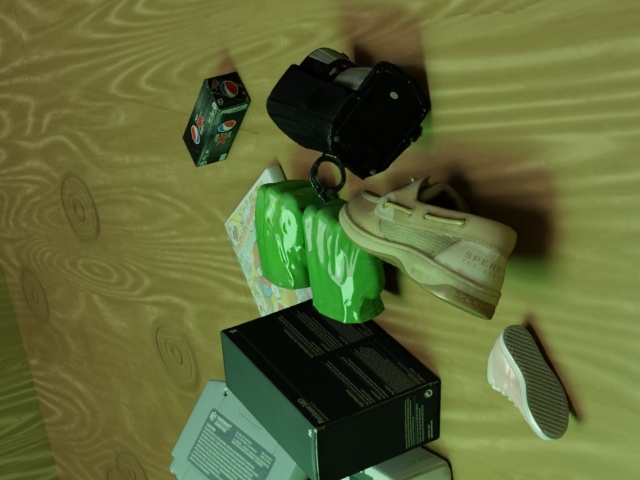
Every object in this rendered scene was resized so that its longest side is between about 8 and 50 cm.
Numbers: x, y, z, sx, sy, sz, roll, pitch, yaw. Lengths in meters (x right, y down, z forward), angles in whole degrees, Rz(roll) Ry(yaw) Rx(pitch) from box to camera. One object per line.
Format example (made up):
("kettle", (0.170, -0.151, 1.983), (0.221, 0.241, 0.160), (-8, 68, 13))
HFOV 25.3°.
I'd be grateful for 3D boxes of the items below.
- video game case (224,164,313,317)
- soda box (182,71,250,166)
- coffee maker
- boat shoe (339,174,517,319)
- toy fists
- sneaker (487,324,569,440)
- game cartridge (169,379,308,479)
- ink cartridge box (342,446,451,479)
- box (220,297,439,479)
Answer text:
("video game case", (-0.067, 0.025, 2.108), (0.206, 0.026, 0.227), (67, 154, 12))
("soda box", (-0.157, -0.180, 2.131), (0.060, 0.053, 0.169), (64, 153, 19))
("coffee maker", (0.012, -0.144, 1.676), (0.178, 0.171, 0.120), (26, 144, 59))
("boat shoe", (0.127, -0.012, 1.617), (0.110, 0.121, 0.341), (-64, 26, 6))
("toy fists", (0.000, 0.000, 1.875), (0.279, 0.096, 0.142), (29, 132, 56))
("sneaker", (0.227, 0.165, 1.574), (0.134, 0.051, 0.070), (67, 156, 20))
("game cartridge", (-0.121, 0.341, 2.261), (0.294, 0.060, 0.196), (30, 97, 51))
("ink cartridge box", (0.091, 0.344, 1.915), (0.208, 0.087, 0.153), (19, 123, 59))
("box", (0.009, 0.188, 1.872), (0.261, 0.184, 0.103), (40, 139, 50))
